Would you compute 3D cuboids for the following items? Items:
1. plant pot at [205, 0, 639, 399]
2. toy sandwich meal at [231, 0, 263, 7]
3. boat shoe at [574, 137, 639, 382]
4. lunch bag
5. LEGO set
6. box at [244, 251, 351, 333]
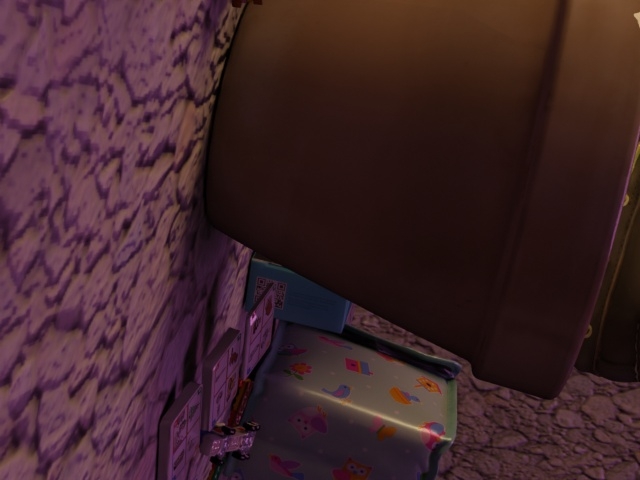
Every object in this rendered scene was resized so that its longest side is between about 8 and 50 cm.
[{"bbox_3d":[0.073,-0.068,1.035,0.323,0.280,0.323,12,90,-85],"label":"plant pot"},{"bbox_3d":[-0.041,-0.189,0.888,0.085,0.029,0.085,13,90,-85],"label":"toy sandwich meal"},{"bbox_3d":[0.255,-0.035,1.054,0.109,0.091,0.305,56,43,-57],"label":"boat shoe"},{"bbox_3d":[0.034,0.178,1.531,0.262,0.223,0.160,-65,174,-68],"label":"lunch bag"},{"bbox_3d":[-0.102,0.167,1.162,0.182,0.060,0.244,-54,159,-45],"label":"LEGO set"},{"bbox_3d":[0.000,0.000,1.416,0.244,0.100,0.060,-67,169,-61],"label":"box"}]
